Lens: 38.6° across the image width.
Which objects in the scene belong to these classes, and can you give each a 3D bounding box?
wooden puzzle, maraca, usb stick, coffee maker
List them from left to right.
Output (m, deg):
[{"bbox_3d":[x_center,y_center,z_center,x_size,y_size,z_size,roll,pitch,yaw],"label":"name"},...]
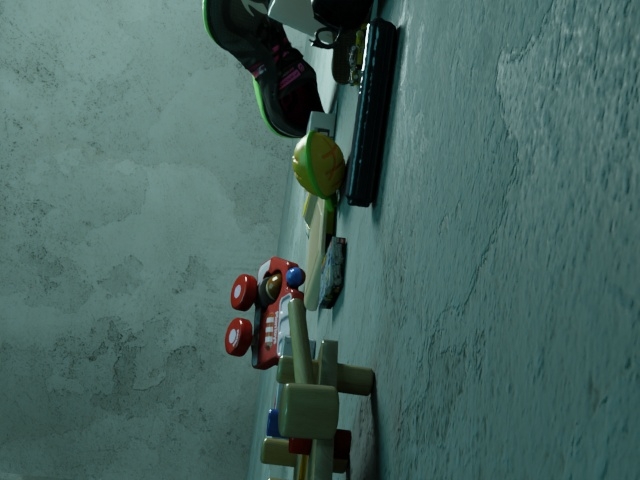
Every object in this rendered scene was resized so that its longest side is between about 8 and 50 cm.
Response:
[{"bbox_3d":[0.000,0.000,1.930,0.221,0.044,0.238,106,165,-57],"label":"wooden puzzle"},{"bbox_3d":[0.004,-0.135,1.784,0.185,0.099,0.127,59,-148,-54],"label":"maraca"},{"bbox_3d":[0.053,-0.429,1.526,0.178,0.120,0.171,123,152,-74],"label":"coffee maker"},{"bbox_3d":[0.073,-0.188,1.359,0.077,0.045,0.277,-149,66,-83],"label":"usb stick"}]

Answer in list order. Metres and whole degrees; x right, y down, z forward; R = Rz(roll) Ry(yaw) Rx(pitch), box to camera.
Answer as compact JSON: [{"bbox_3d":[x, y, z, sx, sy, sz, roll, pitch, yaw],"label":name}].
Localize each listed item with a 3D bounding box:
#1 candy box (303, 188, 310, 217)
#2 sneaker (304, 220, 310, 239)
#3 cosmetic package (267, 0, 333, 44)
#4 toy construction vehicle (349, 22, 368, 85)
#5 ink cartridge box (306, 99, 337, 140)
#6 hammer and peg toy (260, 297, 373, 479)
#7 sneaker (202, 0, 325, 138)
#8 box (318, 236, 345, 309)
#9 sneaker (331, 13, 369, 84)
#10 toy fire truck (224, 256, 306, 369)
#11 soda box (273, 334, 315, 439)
[{"bbox_3d":[-0.020,-0.151,2.380,0.206,0.027,0.105,107,166,-62],"label":"candy box"},{"bbox_3d":[-0.027,-0.031,2.264,0.083,0.032,0.036,-92,11,-62],"label":"sneaker"},{"bbox_3d":[-0.007,-0.538,1.924,0.365,0.155,0.196,-107,40,-73],"label":"cosmetic package"},{"bbox_3d":[0.074,-0.331,1.642,0.086,0.035,0.098,43,-123,-83],"label":"toy construction vehicle"},{"bbox_3d":[-0.004,-0.232,2.136,0.104,0.060,0.180,119,158,-77],"label":"ink cartridge box"},{"bbox_3d":[-0.002,0.254,1.133,0.265,0.128,0.361,-86,6,-48],"label":"hammer and peg toy"},{"bbox_3d":[-0.107,-0.439,2.188,0.202,0.185,0.482,26,157,48],"label":"sneaker"},{"bbox_3d":[0.021,0.061,1.667,0.137,0.027,0.093,111,164,-68],"label":"box"},{"bbox_3d":[0.052,-0.395,1.753,0.071,0.066,0.188,-81,3,-54],"label":"sneaker"},{"bbox_3d":[-0.110,0.181,2.353,0.254,0.169,0.302,-31,48,52],"label":"toy fire truck"},{"bbox_3d":[-0.059,0.312,1.948,0.074,0.069,0.216,151,127,-84],"label":"soda box"}]
